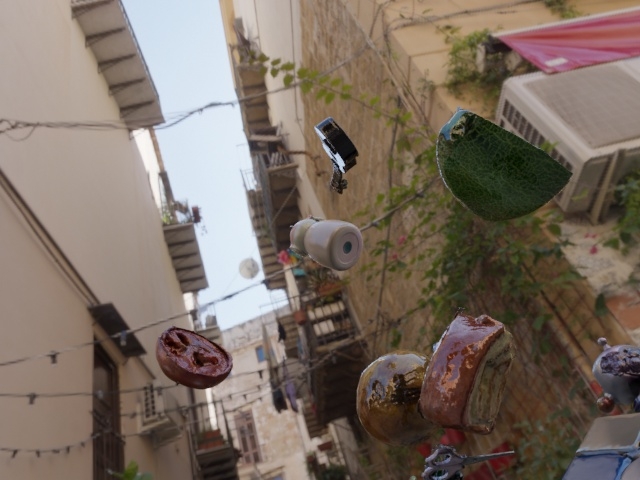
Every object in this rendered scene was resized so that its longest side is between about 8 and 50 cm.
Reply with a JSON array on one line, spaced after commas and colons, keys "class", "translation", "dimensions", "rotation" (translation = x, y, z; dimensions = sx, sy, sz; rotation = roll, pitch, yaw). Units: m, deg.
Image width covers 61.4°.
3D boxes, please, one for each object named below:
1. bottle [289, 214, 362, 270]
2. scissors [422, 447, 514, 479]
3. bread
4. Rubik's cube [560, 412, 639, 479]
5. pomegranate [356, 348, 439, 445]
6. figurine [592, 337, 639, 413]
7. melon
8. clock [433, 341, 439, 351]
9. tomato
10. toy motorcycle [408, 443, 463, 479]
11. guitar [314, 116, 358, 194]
[{"class": "bottle", "translation": [0.000, 0.000, 1.662], "dimensions": [0.147, 0.236, 0.147], "rotation": [-14, -70, -42]}, {"class": "scissors", "translation": [0.294, 0.434, 1.061], "dimensions": [0.189, 0.015, 0.100], "rotation": [-6, -58, -8]}, {"class": "bread", "translation": [0.287, 0.257, 1.044], "dimensions": [0.190, 0.123, 0.244], "rotation": [21, -98, -43]}, {"class": "Rubik's cube", "translation": [0.566, 0.464, 0.748], "dimensions": [0.346, 0.344, 0.347], "rotation": [-29, -3, -41]}, {"class": "pomegranate", "translation": [0.272, 0.512, 1.771], "dimensions": [0.322, 0.322, 0.322], "rotation": [-12, -40, -10]}, {"class": "figurine", "translation": [0.737, 0.349, 1.244], "dimensions": [0.194, 0.274, 0.133], "rotation": [-19, -64, 22]}, {"class": "melon", "translation": [0.493, -0.224, 1.563], "dimensions": [0.343, 0.226, 0.331], "rotation": [23, -23, -23]}, {"class": "clock", "translation": [0.436, 0.423, 1.695], "dimensions": [0.083, 0.230, 0.230], "rotation": [-23, -39, 15]}, {"class": "tomato", "translation": [-0.365, 0.340, 1.504], "dimensions": [0.228, 0.228, 0.101], "rotation": [22, -73, -40]}, {"class": "toy motorcycle", "translation": [0.230, 0.658, 1.168], "dimensions": [0.169, 0.237, 0.410], "rotation": [14, -72, 3]}, {"class": "guitar", "translation": [0.035, -0.140, 0.988], "dimensions": [0.038, 0.084, 0.271], "rotation": [-35, -12, -4]}]
